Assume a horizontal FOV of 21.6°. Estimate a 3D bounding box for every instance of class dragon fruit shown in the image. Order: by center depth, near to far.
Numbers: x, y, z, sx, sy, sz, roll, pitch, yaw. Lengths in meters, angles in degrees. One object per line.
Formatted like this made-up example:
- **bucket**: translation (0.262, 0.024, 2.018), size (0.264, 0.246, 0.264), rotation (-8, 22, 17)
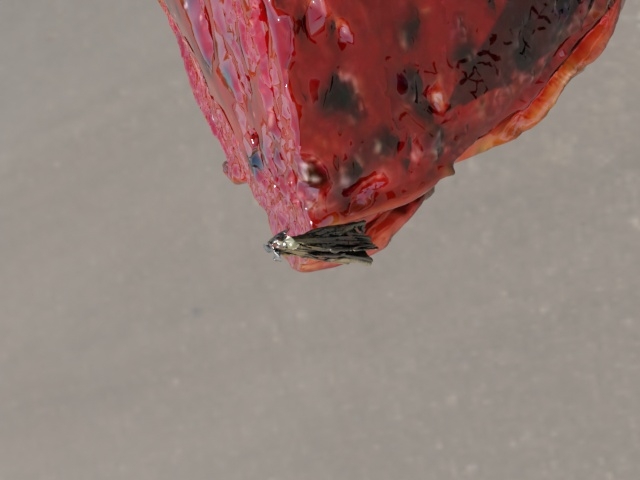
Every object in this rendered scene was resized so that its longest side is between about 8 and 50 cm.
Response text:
- **dragon fruit**: translation (0.033, -0.144, 0.958), size (0.329, 0.286, 0.228), rotation (14, 122, 61)

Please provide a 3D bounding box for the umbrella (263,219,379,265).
- **umbrella**: translation (0.000, 0.002, 0.722), size (0.031, 0.083, 0.020), rotation (1, 94, 28)
